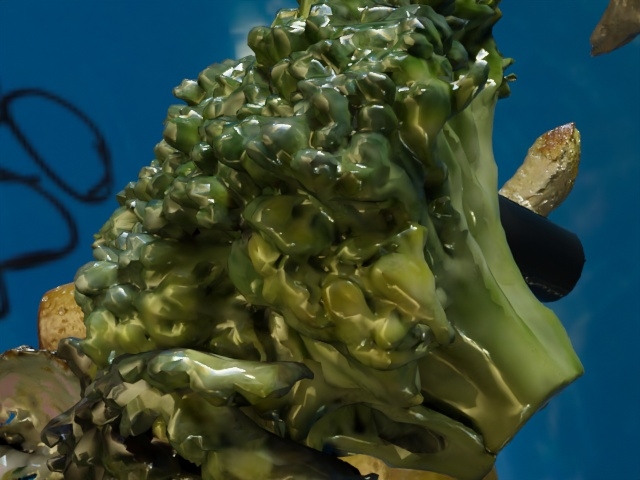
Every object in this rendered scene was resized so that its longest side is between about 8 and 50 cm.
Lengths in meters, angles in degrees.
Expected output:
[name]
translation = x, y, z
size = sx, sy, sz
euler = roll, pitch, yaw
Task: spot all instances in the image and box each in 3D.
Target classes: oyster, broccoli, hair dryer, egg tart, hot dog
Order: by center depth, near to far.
[broccoli]
translation = -0.009, 0.007, 0.811
size = 0.272, 0.324, 0.334
euler = 48, -69, 27
[hair dryer]
translation = 0.152, -0.050, 1.628
size = 0.089, 0.197, 0.251
euler = -52, -138, 20
[hot dog]
translation = 0.255, -0.061, 1.812
size = 0.169, 0.061, 0.078
euler = -48, -144, -4
[oyster]
translation = -0.368, 0.233, 1.922
size = 0.260, 0.092, 0.198
euler = -35, -81, 14
[egg tart]
translation = -0.310, 0.135, 2.171
size = 0.202, 0.147, 0.202
euler = -8, 90, -85

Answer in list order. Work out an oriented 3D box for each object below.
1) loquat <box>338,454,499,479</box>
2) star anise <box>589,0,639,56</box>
[loquat]
translation = 0.089, 0.351, 1.926
size = 0.276, 0.276, 0.284
euler = 3, -85, 57
[star anise]
translation = 0.343, -0.290, 1.478
size = 0.359, 0.139, 0.316
euler = -2, -93, 18
